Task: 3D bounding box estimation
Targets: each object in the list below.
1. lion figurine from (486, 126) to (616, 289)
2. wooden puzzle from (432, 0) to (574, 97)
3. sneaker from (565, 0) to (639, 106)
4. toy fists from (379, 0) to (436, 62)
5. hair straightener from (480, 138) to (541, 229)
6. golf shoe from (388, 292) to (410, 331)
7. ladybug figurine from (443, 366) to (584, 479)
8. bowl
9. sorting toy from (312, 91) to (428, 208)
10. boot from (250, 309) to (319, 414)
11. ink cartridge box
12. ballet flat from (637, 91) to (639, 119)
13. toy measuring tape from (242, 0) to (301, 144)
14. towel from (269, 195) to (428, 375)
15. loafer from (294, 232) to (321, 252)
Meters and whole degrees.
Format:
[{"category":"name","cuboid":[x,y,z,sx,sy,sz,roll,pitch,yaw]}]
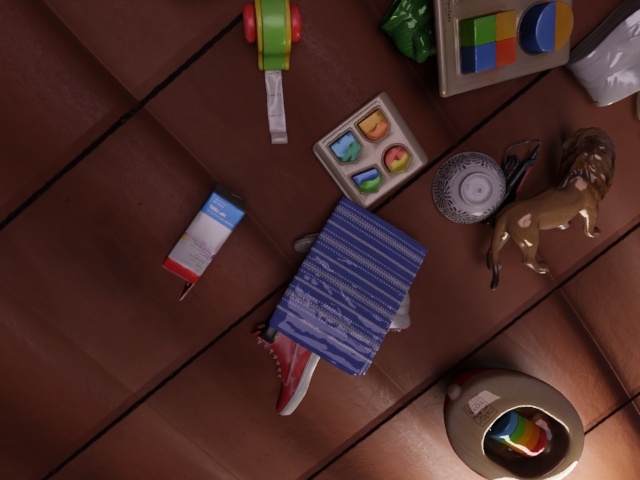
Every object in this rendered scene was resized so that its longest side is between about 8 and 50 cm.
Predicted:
[{"category":"lion figurine","cuboid":[0.518,-0.072,0.952,0.392,0.142,0.240,-36,126,-13]},{"category":"wooden puzzle","cuboid":[0.369,-0.471,0.789,0.348,0.080,0.321,-20,117,-14]},{"category":"sneaker","cuboid":[0.711,-0.439,0.926,0.292,0.108,0.169,-43,109,15]},{"category":"toy fists","cuboid":[0.248,-0.502,0.835,0.142,0.096,0.279,28,98,-19]},{"category":"hair straightener","cuboid":[0.445,-0.139,0.991,0.089,0.047,0.230,23,107,-14]},{"category":"golf shoe","cuboid":[0.069,0.139,0.996,0.307,0.115,0.140,6,89,-13]},{"category":"ladybug figurine","cuboid":[0.499,0.484,1.119,0.449,0.162,0.305,38,98,-17]},{"category":"bowl","cuboid":[0.347,-0.118,0.947,0.170,0.080,0.169,1,99,4]},{"category":"sorting toy","cuboid":[0.116,-0.194,0.932,0.208,0.038,0.193,-38,108,3]},{"category":"boot","cuboid":[-0.105,0.296,1.016,0.176,0.088,0.244,21,95,-12]},{"category":"ink cartridge box","cuboid":[-0.254,-0.002,0.879,0.078,0.134,0.231,35,97,-17]},{"category":"ballet flat","cuboid":[0.818,-0.291,1.001,0.086,0.086,0.248,-31,106,1]},{"category":"toy measuring tape","cuboid":[-0.090,-0.355,0.815,0.122,0.121,0.329,-4,106,-8]},{"category":"towel","cuboid":[0.067,0.103,0.929,0.243,0.040,0.335,32,80,-6]},{"category":"loafer","cuboid":[0.000,0.000,0.974,0.125,0.039,0.045,-6,140,-4]}]
